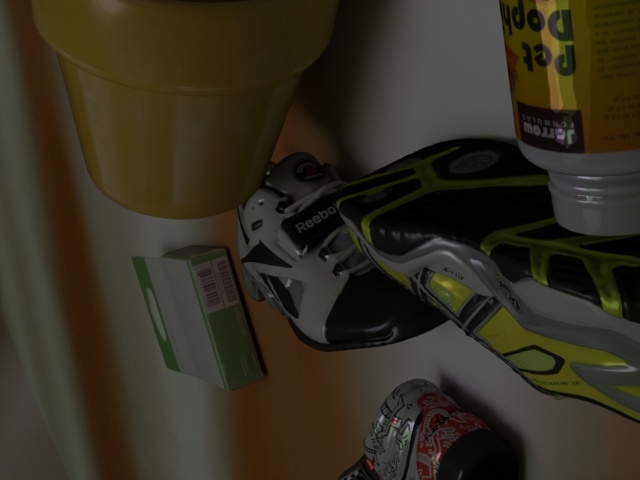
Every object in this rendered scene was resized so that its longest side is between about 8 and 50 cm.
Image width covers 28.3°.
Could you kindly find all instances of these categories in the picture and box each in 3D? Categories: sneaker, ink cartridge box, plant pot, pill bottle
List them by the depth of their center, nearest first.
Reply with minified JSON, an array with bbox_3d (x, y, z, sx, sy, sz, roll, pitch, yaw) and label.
[{"bbox_3d":[0.164,-0.116,0.725,0.117,0.117,0.215,24,130,56],"label":"pill bottle"},{"bbox_3d":[0.132,0.031,0.882,0.385,0.145,0.147,34,146,59],"label":"sneaker"},{"bbox_3d":[-0.117,-0.159,1.079,0.254,0.254,0.239,48,144,38],"label":"plant pot"},{"bbox_3d":[0.000,0.000,1.139,0.330,0.122,0.146,21,129,58],"label":"sneaker"},{"bbox_3d":[0.106,0.255,1.169,0.145,0.090,0.270,41,140,47],"label":"sneaker"},{"bbox_3d":[0.047,0.255,1.310,0.061,0.065,0.158,58,153,22],"label":"sneaker"},{"bbox_3d":[-0.161,0.092,1.615,0.235,0.056,0.171,5,113,66],"label":"ink cartridge box"}]
